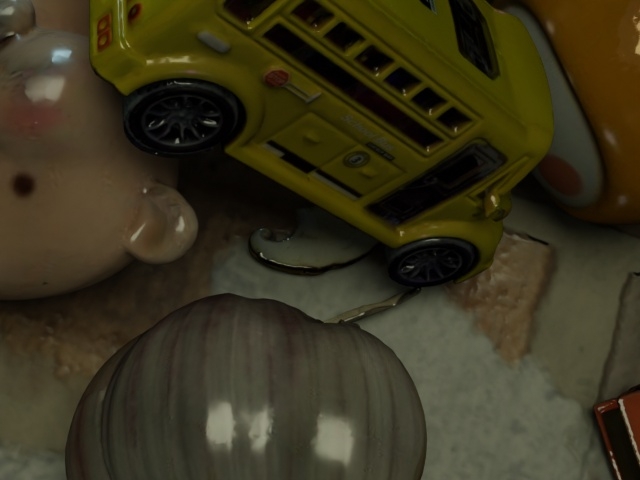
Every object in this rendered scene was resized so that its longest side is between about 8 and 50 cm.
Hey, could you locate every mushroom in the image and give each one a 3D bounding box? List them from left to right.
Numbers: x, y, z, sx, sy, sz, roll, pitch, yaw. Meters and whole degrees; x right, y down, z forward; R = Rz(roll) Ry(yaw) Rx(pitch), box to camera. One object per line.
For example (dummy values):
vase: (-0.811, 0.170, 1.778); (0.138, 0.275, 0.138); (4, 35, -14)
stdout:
mushroom: (0.000, 0.000, 0.779); (0.101, 0.019, 0.049); (-7, 73, -15)

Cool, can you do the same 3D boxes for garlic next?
garlic: (-0.012, 0.127, 0.686); (0.257, 0.207, 0.207); (-16, 71, -51)

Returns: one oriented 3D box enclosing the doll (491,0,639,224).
doll: (0.226, -0.125, 0.744); (0.213, 0.236, 0.213); (3, 76, -14)

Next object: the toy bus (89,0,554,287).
toy bus: (0.024, -0.096, 0.664); (0.331, 0.151, 0.145); (27, 43, -43)

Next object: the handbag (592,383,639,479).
handbag: (0.269, 0.176, 0.745); (0.127, 0.063, 0.190); (-13, 77, -13)

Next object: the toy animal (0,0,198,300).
toy animal: (-0.188, -0.090, 0.696); (0.210, 0.229, 0.221); (-18, 28, 21)
